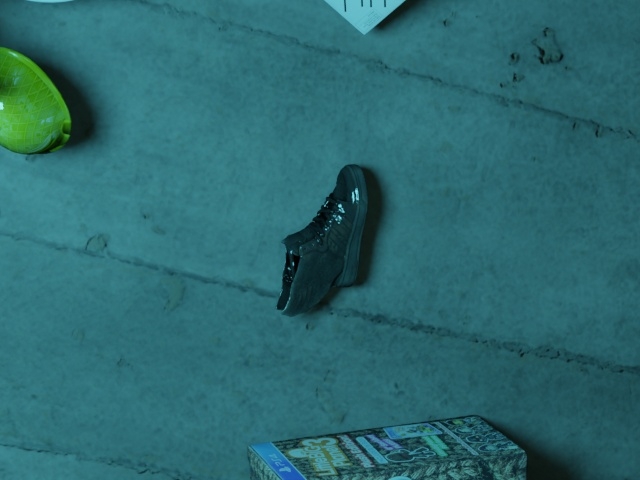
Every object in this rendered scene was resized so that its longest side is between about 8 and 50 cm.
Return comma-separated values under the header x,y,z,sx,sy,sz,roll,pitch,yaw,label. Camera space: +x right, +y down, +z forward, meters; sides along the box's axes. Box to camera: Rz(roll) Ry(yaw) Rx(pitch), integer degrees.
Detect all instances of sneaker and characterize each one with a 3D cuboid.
x,y,z,sx,sy,sz,roll,pitch,yaw,label
-0.001,-0.001,2.061,0.089,0.051,0.170,-1,105,-23,sneaker

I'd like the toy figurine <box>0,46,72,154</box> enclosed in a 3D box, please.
x,y,z,sx,sy,sz,roll,pitch,yaw,label
-0.405,-0.175,1.766,0.191,0.217,0.362,-25,113,14,toy figurine

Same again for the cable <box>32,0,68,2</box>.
x,y,z,sx,sy,sz,roll,pitch,yaw,label
-0.269,-0.372,1.855,0.257,0.089,0.257,40,98,-23,cable

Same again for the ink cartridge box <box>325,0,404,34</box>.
x,y,z,sx,sy,sz,roll,pitch,yaw,label
0.085,-0.319,1.969,0.097,0.046,0.207,39,121,-22,ink cartridge box

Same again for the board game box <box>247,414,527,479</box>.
x,y,z,sx,sy,sz,roll,pitch,yaw,label
0.076,0.345,2.115,0.291,0.141,0.232,-6,104,-18,board game box
